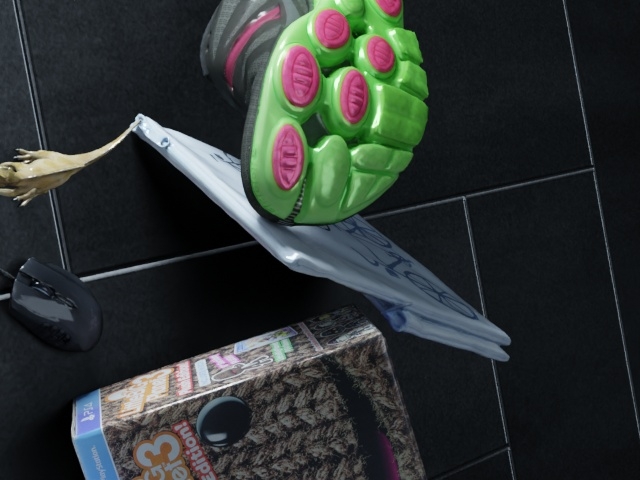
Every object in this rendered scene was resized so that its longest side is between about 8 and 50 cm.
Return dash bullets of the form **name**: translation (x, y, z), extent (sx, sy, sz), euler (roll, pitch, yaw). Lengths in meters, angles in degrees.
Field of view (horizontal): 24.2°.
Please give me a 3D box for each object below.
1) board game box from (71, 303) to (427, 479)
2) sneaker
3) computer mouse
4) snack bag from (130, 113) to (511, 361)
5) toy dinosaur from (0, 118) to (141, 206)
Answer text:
- **board game box**: translation (-0.058, 0.222, 1.392), extent (0.291, 0.141, 0.232), euler (-19, 100, -6)
- **sneaker**: translation (-0.016, -0.173, 1.511), extent (0.185, 0.202, 0.483), euler (31, 38, -23)
- **computer mouse**: translation (-0.281, 0.025, 1.365), extent (0.242, 0.041, 0.071), euler (42, 55, -35)
- **snack bag**: translation (0.000, 0.000, 1.522), extent (0.342, 0.323, 0.037), euler (22, 104, -45)
- **toy dinosaur**: translation (-0.248, -0.064, 1.378), extent (0.183, 0.093, 0.053), euler (-22, 101, -48)
